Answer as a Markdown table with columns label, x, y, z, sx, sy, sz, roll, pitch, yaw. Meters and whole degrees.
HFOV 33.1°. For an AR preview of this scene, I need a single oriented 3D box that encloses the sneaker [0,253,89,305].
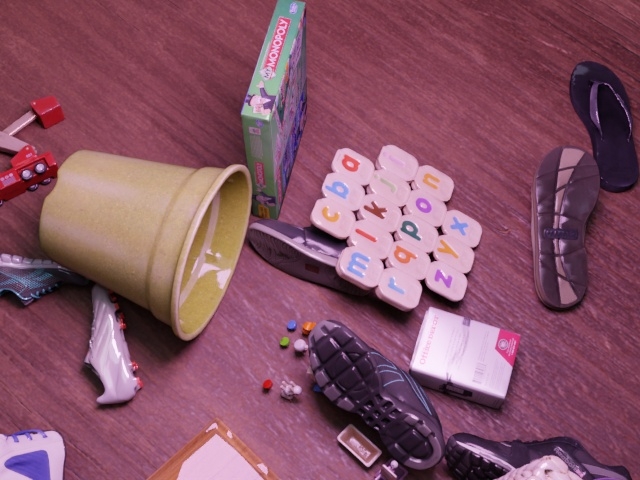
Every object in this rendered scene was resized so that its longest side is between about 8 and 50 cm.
| label | x | y | z | sx | sy | sz | roll | pitch | yaw |
| --- | --- | --- | --- | --- | --- | --- | --- | --- | --- |
| sneaker | -0.449 | 0.067 | 1.703 | 0.167 | 0.065 | 0.076 | 6 | 81 | 4 |

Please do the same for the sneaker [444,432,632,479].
| label | x | y | z | sx | sy | sz | roll | pitch | yaw |
| --- | --- | --- | --- | --- | --- | --- | --- | --- | --- |
| sneaker | 0.324 | 0.339 | 1.591 | 0.283 | 0.107 | 0.124 | 25 | 52 | 5 |

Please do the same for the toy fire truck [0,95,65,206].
| label | x | y | z | sx | sy | sz | roll | pitch | yaw |
| --- | --- | --- | --- | --- | --- | --- | --- | --- | --- |
| toy fire truck | -0.503 | -0.148 | 1.800 | 0.192 | 0.047 | 0.135 | -27 | 68 | -13 |

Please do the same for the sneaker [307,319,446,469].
| label | x | y | z | sx | sy | sz | roll | pitch | yaw |
| --- | --- | --- | --- | --- | --- | --- | --- | --- | --- |
| sneaker | 0.084 | 0.223 | 1.599 | 0.101 | 0.106 | 0.267 | -41 | 89 | 22 |

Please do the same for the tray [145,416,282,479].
| label | x | y | z | sx | sy | sz | roll | pitch | yaw |
| --- | --- | --- | --- | --- | --- | --- | --- | --- | --- |
| tray | -0.223 | 0.454 | 1.484 | 0.203 | 0.076 | 0.411 | 42 | 61 | 16 |

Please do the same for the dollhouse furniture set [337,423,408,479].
| label | x | y | z | sx | sy | sz | roll | pitch | yaw |
| --- | --- | --- | --- | --- | --- | --- | --- | --- | --- |
| dollhouse furniture set | 0.063 | 0.326 | 1.580 | 0.114 | 0.081 | 0.091 | 41 | 70 | 16 |

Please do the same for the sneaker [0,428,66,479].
| label | x | y | z | sx | sy | sz | roll | pitch | yaw |
| --- | --- | --- | --- | --- | --- | --- | --- | --- | --- |
| sneaker | -0.467 | 0.311 | 1.507 | 0.315 | 0.127 | 0.182 | 52 | 29 | -13 |

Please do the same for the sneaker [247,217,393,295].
| label | x | y | z | sx | sy | sz | roll | pitch | yaw |
| --- | --- | --- | --- | --- | --- | --- | --- | --- | --- |
| sneaker | 0.000 | 0.000 | 1.744 | 0.222 | 0.083 | 0.118 | 24 | 55 | 7 |

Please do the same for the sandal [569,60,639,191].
| label | x | y | z | sx | sy | sz | roll | pitch | yaw |
| --- | --- | --- | --- | --- | --- | --- | --- | --- | --- |
| sandal | 0.502 | -0.207 | 1.865 | 0.097 | 0.054 | 0.254 | -8 | 65 | -6 |

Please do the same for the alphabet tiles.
| label | x | y | z | sx | sy | sz | roll | pitch | yaw |
| --- | --- | --- | --- | --- | --- | --- | --- | --- | --- |
| alphabet tiles | 0.124 | -0.025 | 1.731 | 0.278 | 0.021 | 0.284 | 28 | 53 | -9 |

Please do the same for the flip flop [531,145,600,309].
| label | x | y | z | sx | sy | sz | roll | pitch | yaw |
| --- | --- | --- | --- | --- | --- | --- | --- | --- | --- |
| flip flop | 0.392 | -0.022 | 1.768 | 0.112 | 0.080 | 0.277 | 5 | 80 | -5 |

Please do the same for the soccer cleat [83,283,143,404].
| label | x | y | z | sx | sy | sz | roll | pitch | yaw |
| --- | --- | --- | --- | --- | --- | --- | --- | --- | --- |
| soccer cleat | -0.332 | 0.156 | 1.655 | 0.076 | 0.068 | 0.196 | -17 | 69 | -7 |

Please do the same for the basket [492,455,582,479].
| label | x | y | z | sx | sy | sz | roll | pitch | yaw |
| --- | --- | --- | --- | --- | --- | --- | --- | --- | --- |
| basket | 0.281 | 0.483 | 1.366 | 0.328 | 0.331 | 0.266 | 41 | 68 | 7 |

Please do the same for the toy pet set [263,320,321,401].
| label | x | y | z | sx | sy | sz | roll | pitch | yaw |
| --- | --- | --- | --- | --- | --- | --- | --- | --- | --- |
| toy pet set | -0.010 | 0.195 | 1.665 | 0.114 | 0.065 | 0.122 | 1 | 55 | 37 |

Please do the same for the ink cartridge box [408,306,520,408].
| label | x | y | z | sx | sy | sz | roll | pitch | yaw |
| --- | --- | --- | --- | --- | --- | --- | --- | --- | --- |
| ink cartridge box | 0.220 | 0.181 | 1.665 | 0.151 | 0.063 | 0.109 | 17 | 66 | 6 |

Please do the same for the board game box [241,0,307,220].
| label | x | y | z | sx | sy | sz | roll | pitch | yaw |
| --- | --- | --- | --- | --- | --- | --- | --- | --- | --- |
| board game box | -0.067 | -0.196 | 1.691 | 0.046 | 0.317 | 0.213 | 13 | 65 | 6 |

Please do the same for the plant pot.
| label | x | y | z | sx | sy | sz | roll | pitch | yaw |
| --- | --- | --- | --- | --- | --- | --- | --- | --- | --- |
| plant pot | -0.272 | -0.019 | 1.632 | 0.254 | 0.276 | 0.276 | 19 | 65 | 11 |
